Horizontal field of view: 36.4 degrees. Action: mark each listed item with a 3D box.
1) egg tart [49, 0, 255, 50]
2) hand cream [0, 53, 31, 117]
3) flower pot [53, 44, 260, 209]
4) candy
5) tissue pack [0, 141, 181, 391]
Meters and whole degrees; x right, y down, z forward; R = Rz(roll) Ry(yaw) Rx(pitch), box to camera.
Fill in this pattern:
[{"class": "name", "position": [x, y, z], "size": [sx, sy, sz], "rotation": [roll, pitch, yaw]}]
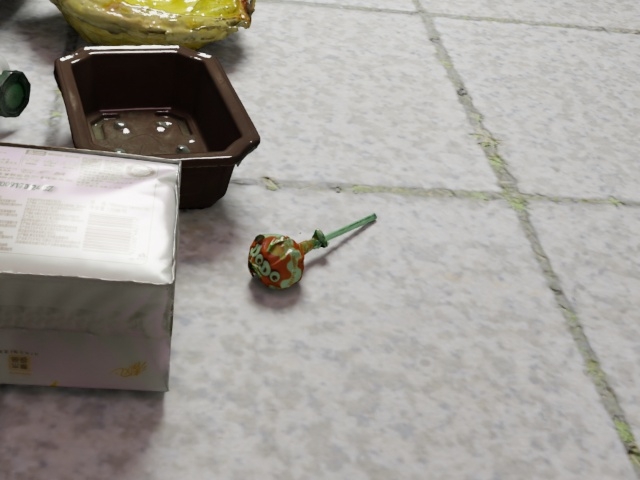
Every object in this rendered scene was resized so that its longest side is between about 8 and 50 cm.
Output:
[{"class": "egg tart", "position": [-0.225, -0.301, 1.253], "size": [0.278, 0.095, 0.279], "rotation": [11, 33, -7]}, {"class": "hand cream", "position": [-0.470, -0.202, 1.074], "size": [0.335, 0.076, 0.121], "rotation": [19, 52, 19]}, {"class": "flower pot", "position": [-0.173, -0.111, 1.001], "size": [0.178, 0.084, 0.251], "rotation": [-5, 37, -19]}, {"class": "candy", "position": [0.000, 0.000, 0.932], "size": [0.184, 0.049, 0.056], "rotation": [-24, 77, -47]}, {"class": "tissue pack", "position": [-0.226, 0.015, 0.773], "size": [0.225, 0.124, 0.185], "rotation": [4, 35, -8]}]
